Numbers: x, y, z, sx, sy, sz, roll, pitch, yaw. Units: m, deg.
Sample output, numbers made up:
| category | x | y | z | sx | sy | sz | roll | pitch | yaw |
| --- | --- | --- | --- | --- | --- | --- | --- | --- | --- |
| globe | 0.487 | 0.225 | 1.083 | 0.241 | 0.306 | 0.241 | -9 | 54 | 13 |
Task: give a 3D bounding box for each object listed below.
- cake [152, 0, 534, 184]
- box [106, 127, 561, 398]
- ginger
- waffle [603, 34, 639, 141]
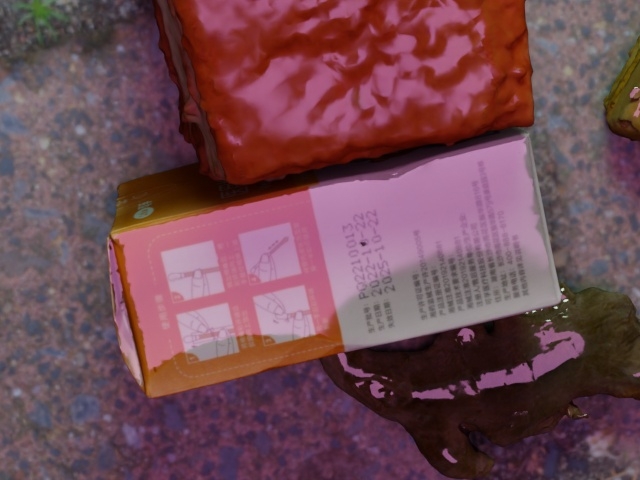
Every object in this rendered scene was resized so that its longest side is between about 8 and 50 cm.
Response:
| category | x | y | z | sx | sy | sz | roll | pitch | yaw |
| --- | --- | --- | --- | --- | --- | --- | --- | --- | --- |
| cake | 0.001 | -0.197 | 1.220 | 0.269 | 0.319 | 0.270 | -13 | 105 | -3 |
| box | 0.000 | 0.000 | 1.322 | 0.341 | 0.225 | 0.143 | -14 | 103 | -2 |
| ginger | 0.173 | 0.123 | 1.443 | 0.333 | 0.080 | 0.166 | -13 | 94 | -4 |
| waffle | 0.431 | -0.140 | 1.389 | 0.328 | 0.098 | 0.224 | 21 | 101 | -7 |
